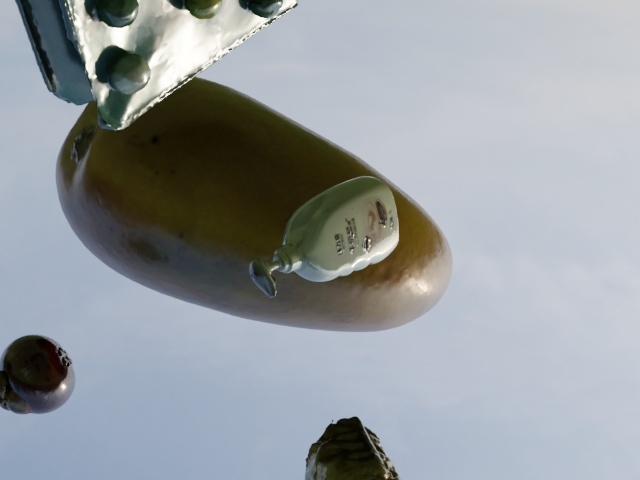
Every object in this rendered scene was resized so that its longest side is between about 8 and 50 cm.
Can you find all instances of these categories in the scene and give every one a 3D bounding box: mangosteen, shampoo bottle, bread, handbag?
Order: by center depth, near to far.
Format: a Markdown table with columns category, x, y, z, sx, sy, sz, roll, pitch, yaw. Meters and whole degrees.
| category | x | y | z | sx | sy | sz | roll | pitch | yaw |
| --- | --- | --- | --- | --- | --- | --- | --- | --- | --- |
| bread | 0.022 | 0.168 | 0.708 | 0.066 | 0.060 | 0.110 | 31 | -174 | -13 |
| shampoo bottle | 0.000 | 0.000 | 0.818 | 0.045 | 0.077 | 0.152 | 10 | -156 | 44 |
| handbag | -0.121 | -0.253 | 0.827 | 0.100 | 0.269 | 0.274 | 32 | -125 | 31 |
| mangosteen | -0.280 | 0.131 | 0.978 | 0.080 | 0.081 | 0.081 | 7 | -154 | -3 |

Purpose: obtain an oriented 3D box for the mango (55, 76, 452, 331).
| category | x | y | z | sx | sy | sz | roll | pitch | yaw |
| --- | --- | --- | --- | --- | --- | --- | --- | --- | --- |
| mango | -0.066 | -0.027 | 1.089 | 0.445 | 0.232 | 0.300 | 22 | -178 | -5 |
